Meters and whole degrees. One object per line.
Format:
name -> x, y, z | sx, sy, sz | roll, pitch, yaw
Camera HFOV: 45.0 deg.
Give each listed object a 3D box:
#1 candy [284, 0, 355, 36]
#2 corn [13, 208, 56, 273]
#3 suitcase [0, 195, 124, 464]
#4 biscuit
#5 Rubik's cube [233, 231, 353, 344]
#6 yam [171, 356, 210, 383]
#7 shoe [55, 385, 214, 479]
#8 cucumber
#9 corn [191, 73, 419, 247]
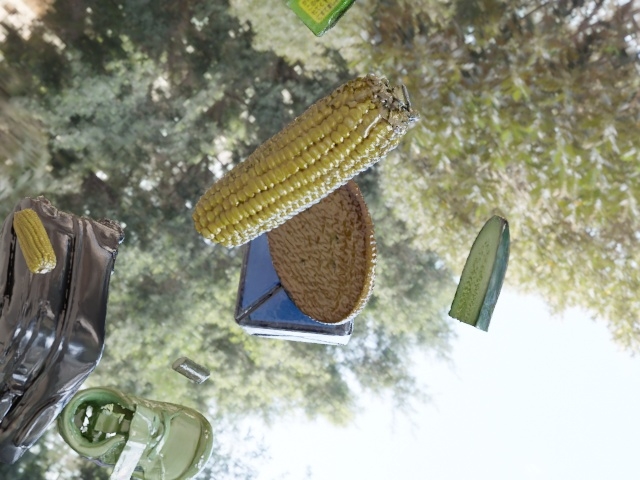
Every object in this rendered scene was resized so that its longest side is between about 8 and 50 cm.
candy -> 0.015, -0.322, 0.947 | 0.097, 0.062, 0.194 | -43, -163, 21
corn -> -0.357, 0.001, 0.962 | 0.037, 0.037, 0.092 | -34, -110, 14
suitcase -> -0.458, 0.144, 1.192 | 0.345, 0.188, 0.339 | -45, -144, 28
biscuit -> 0.000, 0.000, 1.350 | 0.038, 0.305, 0.305 | -12, -166, -36
Rubik's cube -> -0.043, 0.094, 1.732 | 0.260, 0.255, 0.259 | 9, -100, 3
yam -> -0.302, 0.301, 1.801 | 0.043, 0.094, 0.043 | -29, -140, 27
shoe -> -0.307, 0.318, 1.242 | 0.128, 0.262, 0.140 | 77, 31, -82
cucumber -> 0.343, 0.067, 1.577 | 0.115, 0.063, 0.244 | 0, -111, 66
corn -> -0.023, -0.096, 0.968 | 0.317, 0.115, 0.115 | -35, -147, 12
